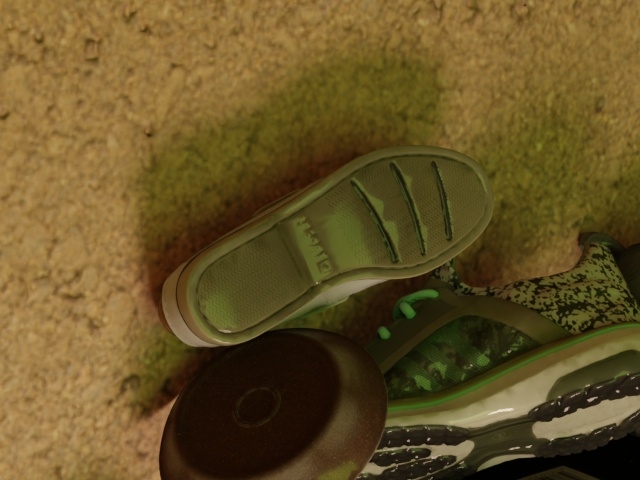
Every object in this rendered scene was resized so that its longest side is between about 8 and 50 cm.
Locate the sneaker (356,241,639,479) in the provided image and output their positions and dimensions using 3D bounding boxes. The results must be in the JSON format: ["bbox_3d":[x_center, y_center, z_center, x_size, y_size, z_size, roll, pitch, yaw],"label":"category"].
[{"bbox_3d":[0.098,0.105,1.644,0.410,0.182,0.158,-11,148,-6],"label":"sneaker"}]

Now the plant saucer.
[{"bbox_3d":[-0.045,0.140,1.526,0.198,0.198,0.036,-47,136,-16],"label":"plant saucer"}]

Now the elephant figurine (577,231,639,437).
[{"bbox_3d":[0.326,0.120,1.735,0.169,0.186,0.239,39,57,-32],"label":"elephant figurine"}]

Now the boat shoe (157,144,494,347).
[{"bbox_3d":[0.000,0.000,1.584,0.302,0.103,0.113,-21,94,-27],"label":"boat shoe"}]

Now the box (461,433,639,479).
[{"bbox_3d":[0.214,0.369,1.753,0.343,0.179,0.312,-11,108,-37],"label":"box"}]
